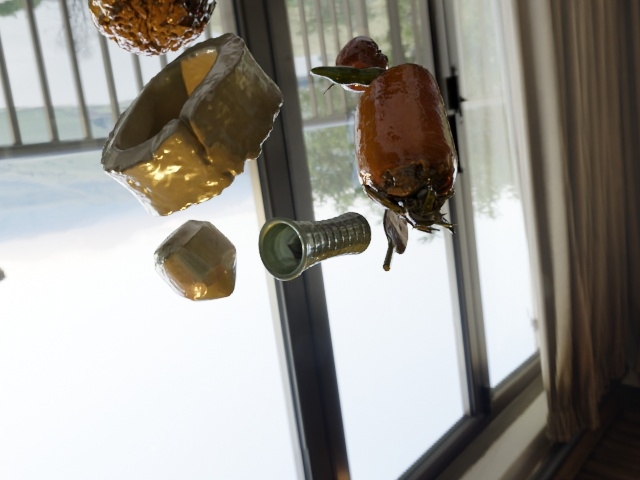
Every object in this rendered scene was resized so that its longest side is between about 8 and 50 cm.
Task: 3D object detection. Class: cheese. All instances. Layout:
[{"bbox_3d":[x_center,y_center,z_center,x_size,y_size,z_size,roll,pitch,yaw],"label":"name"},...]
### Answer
[{"bbox_3d":[-0.237,-0.210,1.174,0.292,0.153,0.332,-5,-128,40],"label":"cheese"}]

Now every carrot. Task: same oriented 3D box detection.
[{"bbox_3d":[0.162,-0.160,1.257,0.193,0.331,0.214,21,136,-37],"label":"carrot"}]

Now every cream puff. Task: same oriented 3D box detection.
[{"bbox_3d":[-0.349,-0.561,1.394,0.231,0.327,0.343,21,171,7],"label":"cream puff"}]

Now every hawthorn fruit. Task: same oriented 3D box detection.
[{"bbox_3d":[0.098,-0.484,1.776,0.189,0.149,0.149,-10,-173,21],"label":"hawthorn fruit"}]

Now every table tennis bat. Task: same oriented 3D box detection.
[{"bbox_3d":[0.208,-0.008,1.834,0.022,0.138,0.246,-17,-145,31],"label":"table tennis bat"}]

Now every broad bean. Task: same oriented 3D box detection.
[{"bbox_3d":[0.117,-0.430,1.671,0.297,0.043,0.060,-2,147,-5],"label":"broad bean"}]

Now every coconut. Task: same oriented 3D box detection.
[{"bbox_3d":[-0.331,0.068,1.753,0.224,0.234,0.224,-34,-167,9],"label":"coconut"}]

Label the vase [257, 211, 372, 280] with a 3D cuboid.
[{"bbox_3d":[0.000,0.000,1.523,0.143,0.143,0.299,-1,-174,36],"label":"vase"}]
